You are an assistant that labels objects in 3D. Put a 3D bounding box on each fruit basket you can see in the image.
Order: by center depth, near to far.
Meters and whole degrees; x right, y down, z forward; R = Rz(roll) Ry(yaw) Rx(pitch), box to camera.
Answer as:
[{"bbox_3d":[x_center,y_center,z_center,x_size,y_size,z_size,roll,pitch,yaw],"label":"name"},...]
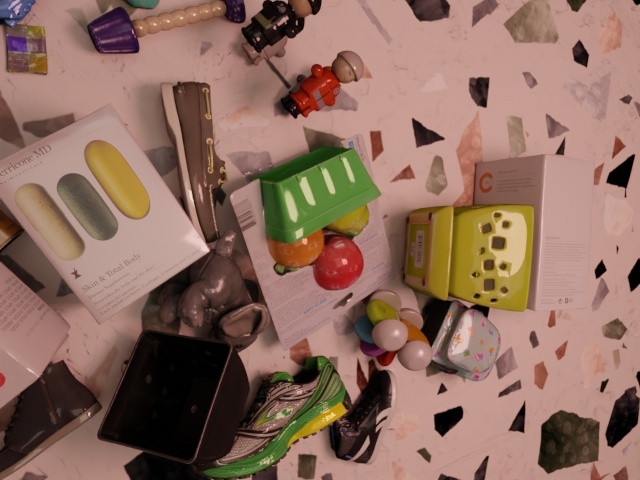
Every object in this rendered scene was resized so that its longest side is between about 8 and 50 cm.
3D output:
[{"bbox_3d":[0.000,0.000,0.983,0.327,0.165,0.352,-30,123,-27],"label":"fruit basket"}]

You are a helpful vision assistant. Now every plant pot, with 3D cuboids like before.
[{"bbox_3d":[-0.227,0.283,0.837,0.167,0.188,0.188,62,37,-53],"label":"plant pot"},{"bbox_3d":[0.310,0.027,1.066,0.207,0.227,0.228,4,91,-9],"label":"plant pot"}]

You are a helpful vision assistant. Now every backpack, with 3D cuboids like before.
[{"bbox_3d":[0.339,0.242,1.141,0.188,0.144,0.165,33,74,-25],"label":"backpack"}]

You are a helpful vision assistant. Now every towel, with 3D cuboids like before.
[{"bbox_3d":[-0.493,-0.320,0.806,0.060,0.009,0.083,-1,93,-24],"label":"towel"}]

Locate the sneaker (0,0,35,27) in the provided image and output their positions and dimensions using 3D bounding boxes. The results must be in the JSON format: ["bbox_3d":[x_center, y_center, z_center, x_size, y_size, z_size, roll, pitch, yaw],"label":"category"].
[{"bbox_3d":[-0.487,-0.394,0.775,0.209,0.069,0.082,-38,110,-16],"label":"sneaker"}]

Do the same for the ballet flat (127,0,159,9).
[{"bbox_3d":[-0.350,-0.526,0.819,0.083,0.087,0.247,-29,104,-21],"label":"ballet flat"}]

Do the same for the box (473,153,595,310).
[{"bbox_3d":[0.501,-0.020,1.160,0.169,0.215,0.344,2,92,-25],"label":"box"}]

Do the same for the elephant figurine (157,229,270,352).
[{"bbox_3d":[-0.171,0.138,0.914,0.239,0.186,0.169,44,41,-30],"label":"elephant figurine"}]

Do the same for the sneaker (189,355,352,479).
[{"bbox_3d":[-0.106,0.347,0.964,0.344,0.134,0.146,-25,95,-30],"label":"sneaker"}]

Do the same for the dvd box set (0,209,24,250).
[{"bbox_3d":[-0.699,-0.054,0.658,0.308,0.062,0.420,-43,109,0],"label":"dvd box set"}]

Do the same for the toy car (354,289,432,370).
[{"bbox_3d":[0.151,0.212,1.067,0.182,0.159,0.136,40,113,-21],"label":"toy car"}]

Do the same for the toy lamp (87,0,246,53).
[{"bbox_3d":[-0.273,-0.398,0.866,0.275,0.080,0.080,-28,103,-21],"label":"toy lamp"}]

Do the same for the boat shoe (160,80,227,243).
[{"bbox_3d":[-0.220,-0.142,0.885,0.091,0.109,0.304,-13,94,-19],"label":"boat shoe"}]

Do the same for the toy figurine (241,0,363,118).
[{"bbox_3d":[-0.035,-0.347,0.901,0.148,0.209,0.213,-39,104,-1],"label":"toy figurine"}]

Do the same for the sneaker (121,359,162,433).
[{"bbox_3d":[-0.348,0.302,0.876,0.075,0.057,0.161,-21,104,-28],"label":"sneaker"}]

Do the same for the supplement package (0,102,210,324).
[{"bbox_3d":[-0.350,-0.042,0.781,0.199,0.198,0.262,-36,106,-18],"label":"supplement package"}]

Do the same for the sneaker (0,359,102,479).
[{"bbox_3d":[-0.498,0.305,0.809,0.222,0.083,0.118,-35,91,-16],"label":"sneaker"}]

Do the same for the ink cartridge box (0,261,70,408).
[{"bbox_3d":[-0.578,0.099,0.608,0.279,0.160,0.384,-39,110,0],"label":"ink cartridge box"}]

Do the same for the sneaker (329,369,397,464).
[{"bbox_3d":[0.090,0.388,1.066,0.121,0.079,0.216,17,87,-26],"label":"sneaker"}]
